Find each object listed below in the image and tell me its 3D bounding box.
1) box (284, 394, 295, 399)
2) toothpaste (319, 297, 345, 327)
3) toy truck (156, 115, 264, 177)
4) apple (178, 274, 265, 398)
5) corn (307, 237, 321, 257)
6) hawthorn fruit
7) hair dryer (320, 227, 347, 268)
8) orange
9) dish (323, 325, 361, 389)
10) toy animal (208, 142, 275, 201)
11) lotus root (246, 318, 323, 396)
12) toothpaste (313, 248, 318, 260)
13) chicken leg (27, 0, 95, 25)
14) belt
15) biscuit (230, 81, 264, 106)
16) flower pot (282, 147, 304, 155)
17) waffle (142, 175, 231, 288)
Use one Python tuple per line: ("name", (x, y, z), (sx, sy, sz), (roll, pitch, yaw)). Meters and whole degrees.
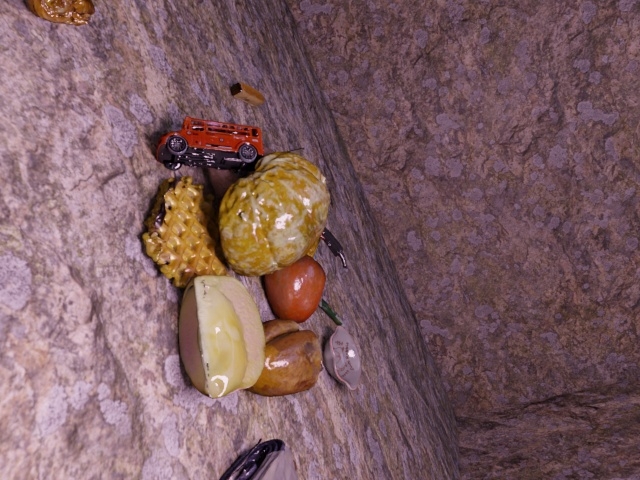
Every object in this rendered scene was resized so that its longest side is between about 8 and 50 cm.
("box", (-0.107, 0.352, 1.266), (0.115, 0.035, 0.178), (54, 25, -38))
("toothpaste", (0.046, 0.292, 1.757), (0.204, 0.031, 0.049), (51, 25, -38))
("toy truck", (-0.275, -0.238, 1.105), (0.252, 0.107, 0.114), (3, 73, -23))
("apple", (-0.212, 0.212, 0.960), (0.193, 0.120, 0.265), (16, 51, -50))
("corn", (-0.065, -0.011, 1.610), (0.144, 0.143, 0.387), (59, 25, -26))
("hawthorn fruit", (-0.079, 0.165, 1.348), (0.199, 0.199, 0.252), (28, 62, -63))
("hair dryer", (0.000, 0.000, 1.464), (0.271, 0.091, 0.235), (44, 43, 0))
("orange", (-0.097, -0.069, 1.121), (0.369, 0.210, 0.271), (-52, 143, -30))
("dish", (0.065, 0.430, 1.593), (0.229, 0.081, 0.230), (48, 30, -41))
("toy animal", (-0.202, -0.176, 1.300), (0.358, 0.188, 0.227), (54, 48, -35))
("lotus root", (-0.123, 0.283, 1.086), (0.180, 0.188, 0.199), (21, 52, -51))
("toothpaste", (-0.037, 0.057, 1.759), (0.297, 0.048, 0.075), (-82, 149, -49))
("chicken leg", (-0.527, -0.501, 0.932), (0.207, 0.101, 0.085), (-89, -177, -66))
("belt", (-0.132, 0.497, 0.884), (0.126, 0.139, 0.230), (69, 21, -2))
("biscuit", (-0.283, -0.564, 1.710), (0.052, 0.056, 0.188), (69, 20, 5))
("flower pot", (-0.130, -0.212, 1.560), (0.212, 0.212, 0.203), (-56, 130, -67))
("waffle", (-0.312, -0.019, 1.059), (0.307, 0.060, 0.312), (25, 47, -67))
